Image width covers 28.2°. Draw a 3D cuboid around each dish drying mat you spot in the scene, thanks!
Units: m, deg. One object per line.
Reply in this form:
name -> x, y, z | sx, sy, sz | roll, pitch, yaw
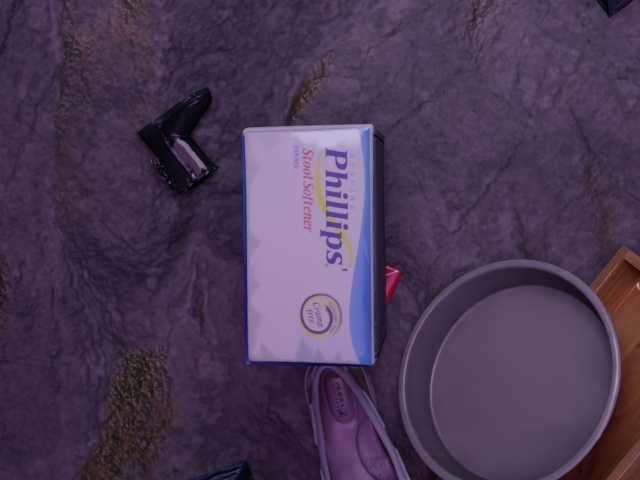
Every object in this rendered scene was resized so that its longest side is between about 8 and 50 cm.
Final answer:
dish drying mat -> 0.075, 0.071, 1.651 | 0.032, 0.008, 0.083 | 25, 96, 2

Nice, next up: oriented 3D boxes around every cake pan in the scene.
cake pan -> 0.234, 0.169, 1.550 | 0.293, 0.054, 0.293 | -14, 63, 30

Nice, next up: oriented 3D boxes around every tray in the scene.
tray -> 0.322, 0.228, 1.553 | 0.076, 0.203, 0.411 | 30, 100, -43

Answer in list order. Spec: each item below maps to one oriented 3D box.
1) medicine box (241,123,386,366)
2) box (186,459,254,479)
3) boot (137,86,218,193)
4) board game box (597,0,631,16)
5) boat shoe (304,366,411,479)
medicine box -> 0.000, 0.000, 1.505 | 0.149, 0.289, 0.263 | -1, 92, 6
box -> -0.210, 0.444, 1.507 | 0.294, 0.395, 0.211 | -20, 91, 5
boot -> -0.167, -0.126, 1.638 | 0.121, 0.045, 0.099 | -34, 89, 13
board game box -> 0.320, -0.366, 1.505 | 0.060, 0.194, 0.194 | -37, 91, 6
boat shoe -> 0.053, 0.296, 1.621 | 0.118, 0.103, 0.320 | -15, 93, 6
